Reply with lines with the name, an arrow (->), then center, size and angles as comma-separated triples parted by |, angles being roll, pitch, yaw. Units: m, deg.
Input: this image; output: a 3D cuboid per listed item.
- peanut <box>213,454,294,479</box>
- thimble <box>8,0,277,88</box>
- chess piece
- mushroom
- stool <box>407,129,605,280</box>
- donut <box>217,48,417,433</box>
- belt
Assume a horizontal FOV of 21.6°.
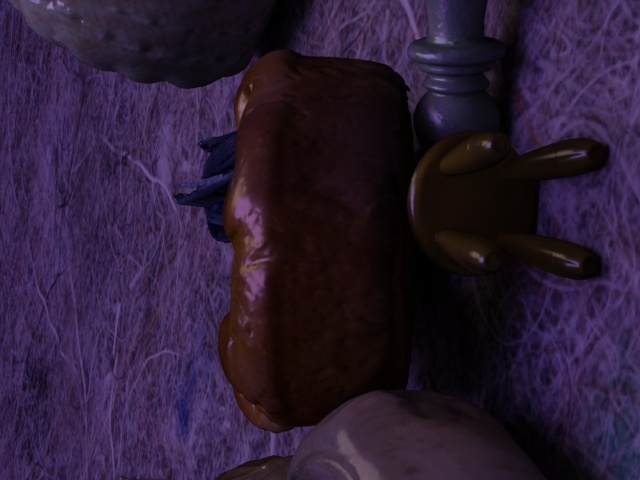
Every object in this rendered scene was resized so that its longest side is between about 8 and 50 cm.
peanut -> -0.063, 0.303, 1.595 | 0.313, 0.152, 0.152 | 117, 147, -47
thimble -> -0.177, -0.310, 1.784 | 0.195, 0.291, 0.291 | -60, 34, 32
chess piece -> 0.109, -0.167, 1.325 | 0.139, 0.139, 0.272 | -146, 51, -64
mushroom -> 0.010, 0.253, 1.205 | 0.314, 0.336, 0.314 | -170, 90, -73
stool -> 0.135, -0.026, 1.230 | 0.135, 0.134, 0.110 | 52, 160, -19
donut -> 0.000, 0.000, 1.375 | 0.299, 0.150, 0.317 | 41, -130, -81
belt -> -0.061, -0.053, 1.662 | 0.218, 0.128, 0.122 | 169, 102, -67
